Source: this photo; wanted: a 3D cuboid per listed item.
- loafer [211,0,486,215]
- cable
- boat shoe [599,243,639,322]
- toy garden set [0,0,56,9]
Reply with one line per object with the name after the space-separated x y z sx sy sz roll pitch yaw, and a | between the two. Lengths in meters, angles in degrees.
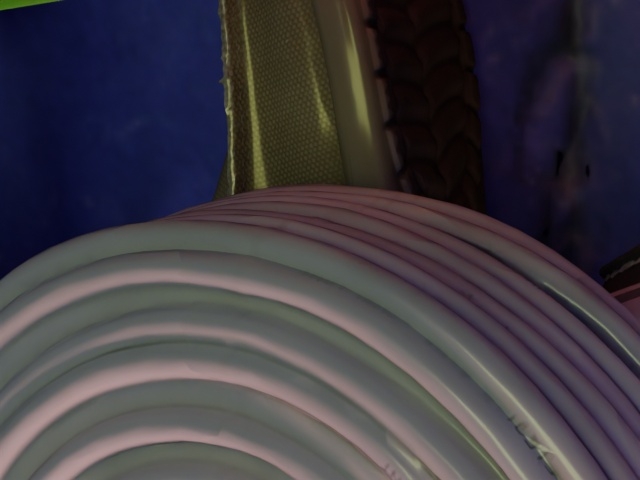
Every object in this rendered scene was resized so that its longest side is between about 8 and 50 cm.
0.000 0.000 0.584 0.092 0.102 0.269 -11 92 22 | loafer
-0.008 0.114 0.498 0.257 0.089 0.257 27 111 30 | cable
0.162 -0.040 0.512 0.228 0.080 0.076 -31 76 25 | boat shoe
0.016 -0.164 0.382 0.244 0.049 0.204 -9 110 6 | toy garden set
